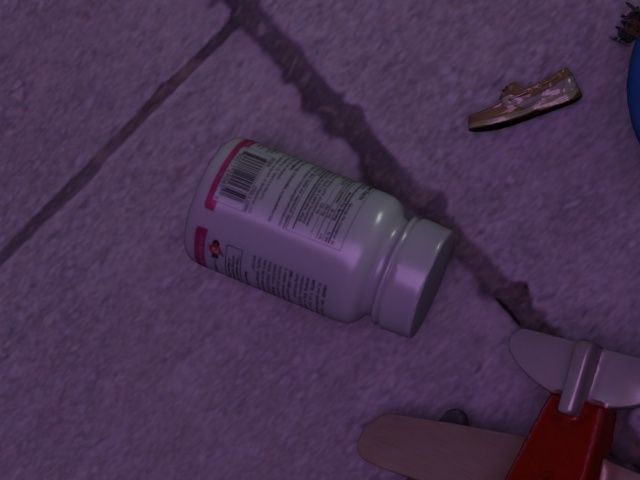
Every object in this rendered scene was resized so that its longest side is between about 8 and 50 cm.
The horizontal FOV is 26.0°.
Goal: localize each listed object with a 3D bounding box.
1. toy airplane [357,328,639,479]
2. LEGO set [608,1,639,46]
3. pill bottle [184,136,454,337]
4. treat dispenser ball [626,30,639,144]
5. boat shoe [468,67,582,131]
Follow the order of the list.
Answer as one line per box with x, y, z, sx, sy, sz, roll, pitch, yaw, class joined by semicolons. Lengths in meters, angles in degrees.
0.263;0.294;1.531;0.384;0.272;0.386;-26;49;3;toy airplane
0.368;-0.246;1.584;0.083;0.023;0.054;-5;93;1;LEGO set
0.000;0.000;1.608;0.283;0.160;0.160;22;97;12;pill bottle
0.462;-0.161;1.423;0.288;0.288;0.288;0;92;14;treat dispenser ball
0.232;-0.162;1.606;0.135;0.050;0.045;-18;84;4;boat shoe
